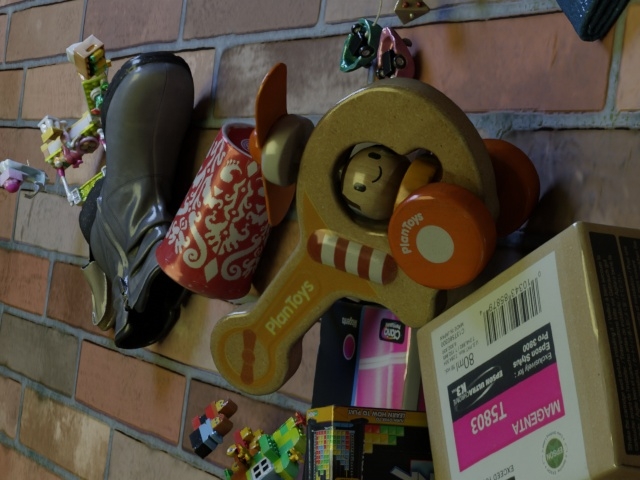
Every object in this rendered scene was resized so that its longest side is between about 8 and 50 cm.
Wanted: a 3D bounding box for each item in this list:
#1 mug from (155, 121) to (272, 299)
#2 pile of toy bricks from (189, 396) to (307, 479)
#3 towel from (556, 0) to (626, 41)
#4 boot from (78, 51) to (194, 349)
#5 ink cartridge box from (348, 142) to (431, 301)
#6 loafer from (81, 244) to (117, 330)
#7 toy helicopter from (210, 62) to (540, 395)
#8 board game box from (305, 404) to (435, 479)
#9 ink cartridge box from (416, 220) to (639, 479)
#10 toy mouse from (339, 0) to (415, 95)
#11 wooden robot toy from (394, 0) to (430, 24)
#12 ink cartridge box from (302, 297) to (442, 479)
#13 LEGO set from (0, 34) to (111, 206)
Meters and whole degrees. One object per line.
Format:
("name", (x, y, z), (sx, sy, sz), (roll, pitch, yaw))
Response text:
("mug", (-0.105, -0.045, 1.821), (0.169, 0.113, 0.150), (-64, 34, 25))
("pile of toy bricks", (-0.050, 0.220, 1.677), (0.105, 0.118, 0.212), (-42, 28, 7))
("towel", (0.208, -0.220, 1.343), (0.067, 0.029, 0.119), (-62, 34, 36))
("boot", (-0.199, -0.043, 2.023), (0.338, 0.118, 0.222), (107, 150, -41))
("ink cartridge box", (0.040, -0.024, 1.525), (0.198, 0.067, 0.115), (-69, -9, 25))
("loafer", (-0.296, 0.048, 2.228), (0.056, 0.050, 0.148), (-21, 65, 60))
("toy helicopter", (0.000, 0.000, 1.409), (0.235, 0.140, 0.355), (42, 125, 4))
("board game box", (0.070, 0.210, 1.352), (0.048, 0.170, 0.141), (-21, 66, 58))
("ink cartridge box", (0.175, 0.120, 1.263), (0.235, 0.088, 0.193), (-41, 47, 51))
("toy mouse", (0.059, -0.176, 1.618), (0.161, 0.031, 0.143), (12, 95, 62))
("wooden robot toy", (0.122, -0.274, 1.512), (0.079, 0.076, 0.173), (19, 102, 27))
("ink cartridge box", (0.045, 0.242, 1.517), (0.176, 0.069, 0.370), (5, 91, 63))
("LEGO set", (-0.321, -0.144, 2.258), (0.287, 0.132, 0.107), (-50, 50, 37))
